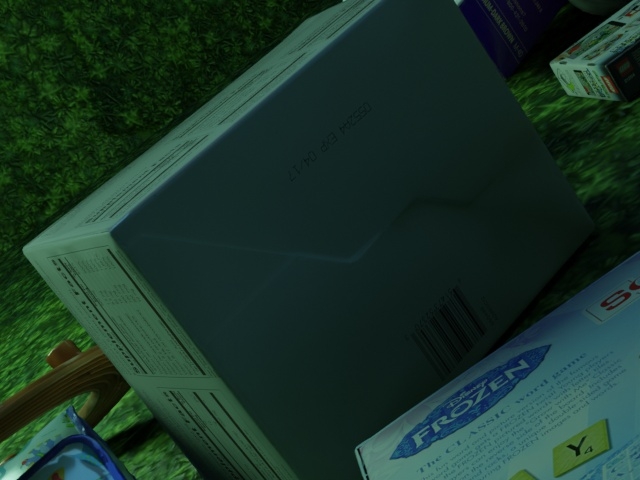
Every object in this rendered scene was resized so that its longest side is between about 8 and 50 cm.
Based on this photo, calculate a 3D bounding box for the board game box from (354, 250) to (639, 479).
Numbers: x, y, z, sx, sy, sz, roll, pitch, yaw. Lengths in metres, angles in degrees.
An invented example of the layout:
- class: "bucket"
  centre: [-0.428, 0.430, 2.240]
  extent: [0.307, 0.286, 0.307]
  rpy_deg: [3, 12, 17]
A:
- class: "board game box"
  centre: [0.172, 0.056, 0.381]
  extent: [0.318, 0.066, 0.318]
  rpy_deg: [-35, 10, 3]

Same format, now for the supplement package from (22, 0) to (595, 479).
- class: "supplement package"
  centre: [0.000, 0.000, 0.697]
  extent: [0.262, 0.204, 0.145]
  rpy_deg: [-43, 18, -27]

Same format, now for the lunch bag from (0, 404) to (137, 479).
- class: "lunch bag"
  centre: [-0.169, 0.188, 0.721]
  extent: [0.129, 0.096, 0.151]
  rpy_deg: [-41, 24, -11]

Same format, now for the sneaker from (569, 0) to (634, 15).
- class: "sneaker"
  centre: [0.335, -0.291, 1.095]
  extent: [0.313, 0.116, 0.136]
  rpy_deg: [-35, 2, -19]

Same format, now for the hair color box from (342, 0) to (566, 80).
- class: "hair color box"
  centre: [0.198, -0.324, 1.178]
  extent: [0.339, 0.110, 0.185]
  rpy_deg: [-53, 35, -12]

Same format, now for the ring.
- class: "ring"
  centre: [-0.253, 0.171, 0.820]
  extent: [0.336, 0.032, 0.336]
  rpy_deg: [-42, -7, -7]

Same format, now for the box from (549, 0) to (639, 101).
- class: "box"
  centre: [0.299, -0.191, 0.950]
  extent: [0.207, 0.036, 0.114]
  rpy_deg: [-36, 15, -3]
